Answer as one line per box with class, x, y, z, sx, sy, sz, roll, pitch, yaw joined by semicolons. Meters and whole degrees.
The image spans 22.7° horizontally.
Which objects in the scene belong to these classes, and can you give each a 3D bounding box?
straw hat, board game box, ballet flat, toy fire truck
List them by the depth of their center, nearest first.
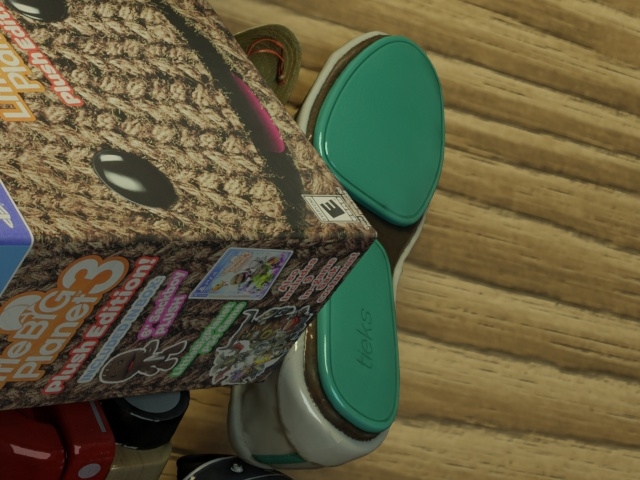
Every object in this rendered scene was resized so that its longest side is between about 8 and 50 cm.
board game box;-0.155;-0.035;0.946;0.291;0.141;0.232;-2;47;-48
toy fire truck;-0.227;0.068;0.987;0.246;0.158;0.217;-2;47;-34
ballet flat;0.000;0.000;1.176;0.139;0.139;0.400;33;43;-23
straw hat;-0.087;-0.118;1.192;0.144;0.144;0.061;-31;60;-28

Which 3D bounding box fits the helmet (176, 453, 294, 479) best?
helmet;-0.062;0.232;1.119;0.169;0.161;0.169;3;84;-29
